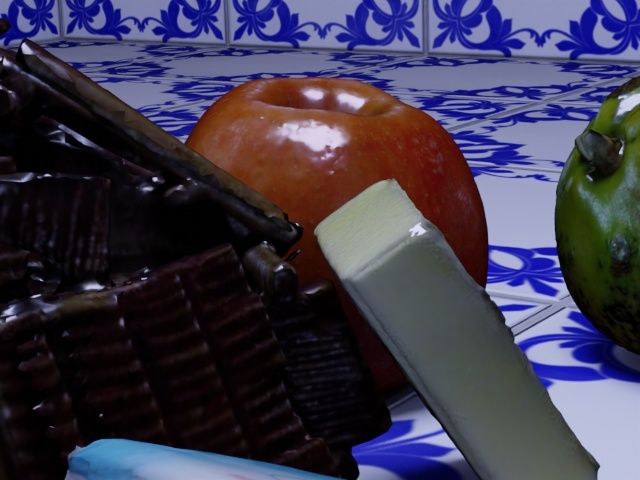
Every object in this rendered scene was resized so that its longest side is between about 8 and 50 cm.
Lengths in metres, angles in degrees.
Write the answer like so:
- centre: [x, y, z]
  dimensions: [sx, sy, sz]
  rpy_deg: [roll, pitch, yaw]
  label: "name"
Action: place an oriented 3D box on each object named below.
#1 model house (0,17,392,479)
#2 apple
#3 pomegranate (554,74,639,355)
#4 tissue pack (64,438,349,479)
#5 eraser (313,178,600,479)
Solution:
- centre: [-0.132, 0.030, 0.685]
  dimensions: [0.297, 0.317, 0.282]
  rpy_deg: [-15, 10, -1]
  label: "model house"
- centre: [0.000, 0.000, 0.959]
  dimensions: [0.218, 0.201, 0.218]
  rpy_deg: [5, 18, -1]
  label: "apple"
- centre: [0.298, -0.022, 0.978]
  dimensions: [0.277, 0.204, 0.222]
  rpy_deg: [-6, 32, -7]
  label: "pomegranate"
- centre: [0.062, 0.151, 0.387]
  dimensions: [0.201, 0.124, 0.271]
  rpy_deg: [14, -1, -41]
  label: "tissue pack"
- centre: [0.069, 0.058, 0.762]
  dimensions: [0.058, 0.172, 0.117]
  rpy_deg: [-35, 17, 0]
  label: "eraser"
